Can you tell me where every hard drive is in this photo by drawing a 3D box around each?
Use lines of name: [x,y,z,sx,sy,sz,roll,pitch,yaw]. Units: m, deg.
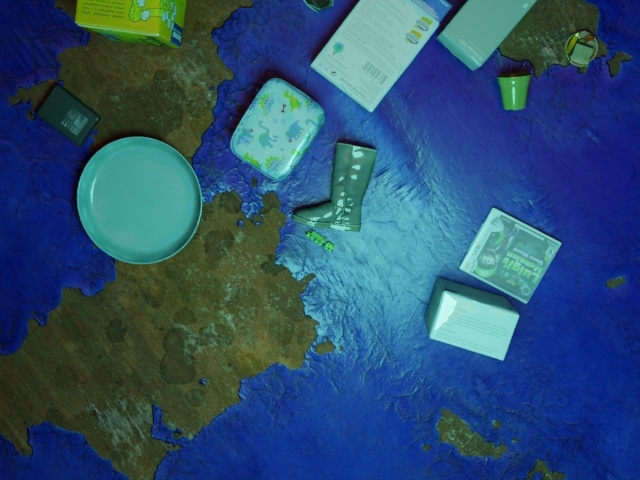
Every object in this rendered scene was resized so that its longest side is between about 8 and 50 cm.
hard drive: [-0.631,-0.313,1.714,0.135,0.022,0.094,38,98,-1]

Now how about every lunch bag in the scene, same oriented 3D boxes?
lunch bag: [-0.104,-0.270,1.650,0.176,0.090,0.219,32,98,-1]

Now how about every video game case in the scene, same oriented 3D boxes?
video game case: [0.466,0.037,1.683,0.190,0.022,0.173,28,98,0]

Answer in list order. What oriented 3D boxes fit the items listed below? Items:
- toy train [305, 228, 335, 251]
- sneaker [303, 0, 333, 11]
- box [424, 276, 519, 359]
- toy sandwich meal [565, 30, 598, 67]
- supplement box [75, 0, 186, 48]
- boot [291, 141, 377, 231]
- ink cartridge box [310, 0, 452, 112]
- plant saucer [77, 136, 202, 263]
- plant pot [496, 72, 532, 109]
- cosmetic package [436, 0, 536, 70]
toy train: [0.000,0.000,1.713,0.083,0.017,0.023,35,88,-1]
sneaker: [-0.034,-0.623,1.609,0.072,0.077,0.178,-33,94,8]
box: [0.353,0.181,1.629,0.181,0.182,0.119,17,100,2]
toy sandwich meal: [0.616,-0.452,1.610,0.086,0.029,0.085,0,97,4]
supplement box: [-0.417,-0.646,1.573,0.195,0.194,0.356,9,98,3]
boot: [0.034,-0.134,1.666,0.190,0.076,0.208,5,104,-11]
ink cartridge box: [0.144,-0.481,1.623,0.186,0.065,0.311,38,100,-1]
plant saucer: [-0.450,-0.100,1.718,0.318,0.044,0.317,0,97,3]
plant pot: [0.457,-0.351,1.615,0.083,0.083,0.079,-4,109,4]
cosmetic package: [0.393,-0.526,1.580,0.127,0.107,0.238,38,95,-4]
